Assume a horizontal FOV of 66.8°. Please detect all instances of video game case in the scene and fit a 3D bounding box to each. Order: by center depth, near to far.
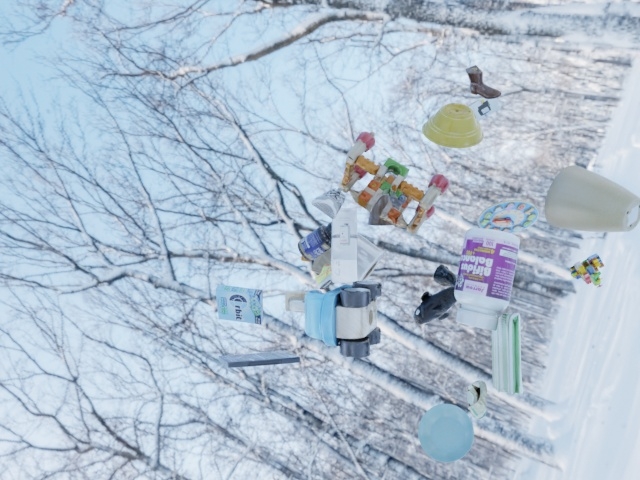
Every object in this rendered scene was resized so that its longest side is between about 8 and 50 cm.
[{"bbox_3d":[-0.239,0.458,1.874,0.273,0.196,0.026,0,-95,-22],"label":"video game case"}]

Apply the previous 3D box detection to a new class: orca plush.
[{"bbox_3d":[0.521,0.280,2.036,0.102,0.287,0.151,-74,-39,-69],"label":"orca plush"}]

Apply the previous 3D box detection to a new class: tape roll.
[{"bbox_3d":[0.192,0.109,2.525,0.246,0.169,0.246,-49,-14,-16],"label":"tape roll"}]

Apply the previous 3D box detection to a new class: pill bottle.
[{"bbox_3d":[0.518,0.123,1.532,0.169,0.169,0.302,20,-99,-63],"label":"pill bottle"},{"bbox_3d":[0.000,0.000,2.453,0.219,0.123,0.122,-35,-16,24],"label":"pill bottle"}]

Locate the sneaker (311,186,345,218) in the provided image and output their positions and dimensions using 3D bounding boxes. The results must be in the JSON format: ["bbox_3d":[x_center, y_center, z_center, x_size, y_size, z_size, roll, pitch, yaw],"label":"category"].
[{"bbox_3d":[0.038,-0.156,1.819,0.115,0.105,0.281,-55,3,4],"label":"sneaker"}]

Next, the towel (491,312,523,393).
[{"bbox_3d":[0.589,0.361,1.543,0.325,0.038,0.248,55,-143,-72],"label":"towel"}]

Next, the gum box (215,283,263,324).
[{"bbox_3d":[-0.327,0.261,1.971,0.041,0.184,0.157,-75,-10,-57],"label":"gum box"}]

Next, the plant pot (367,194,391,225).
[{"bbox_3d":[0.335,-0.170,2.632,0.167,0.166,0.165,-17,-72,-58],"label":"plant pot"}]

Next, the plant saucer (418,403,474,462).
[{"bbox_3d":[0.438,0.669,1.683,0.037,0.194,0.195,49,-118,-44],"label":"plant saucer"}]

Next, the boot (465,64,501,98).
[{"bbox_3d":[0.512,-0.499,1.523,0.037,0.106,0.114,-63,-31,-16],"label":"boot"}]

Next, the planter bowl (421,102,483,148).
[{"bbox_3d":[0.470,-0.418,1.695,0.217,0.217,0.091,-48,-28,-38],"label":"planter bowl"}]

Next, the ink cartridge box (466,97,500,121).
[{"bbox_3d":[0.623,-0.522,1.983,0.175,0.127,0.072,-32,-80,-18],"label":"ink cartridge box"}]

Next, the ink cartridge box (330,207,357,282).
[{"bbox_3d":[0.110,0.025,2.202,0.207,0.117,0.283,84,-173,-54],"label":"ink cartridge box"}]

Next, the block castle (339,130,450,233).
[{"bbox_3d":[0.323,-0.262,2.163,0.213,0.453,0.303,-52,-14,-26],"label":"block castle"}]

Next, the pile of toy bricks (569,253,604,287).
[{"bbox_3d":[0.976,0.121,1.746,0.118,0.105,0.212,-29,-20,13],"label":"pile of toy bricks"}]

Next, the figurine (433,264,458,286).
[{"bbox_3d":[0.665,0.211,2.256,0.214,0.209,0.093,19,-79,-26],"label":"figurine"}]

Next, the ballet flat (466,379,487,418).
[{"bbox_3d":[0.440,0.434,1.372,0.057,0.052,0.168,-45,1,21],"label":"ballet flat"}]

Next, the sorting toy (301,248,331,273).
[{"bbox_3d":[0.058,0.127,2.789,0.047,0.347,0.196,102,-171,-64],"label":"sorting toy"}]

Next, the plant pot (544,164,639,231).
[{"bbox_3d":[1.060,-0.135,1.855,0.256,0.274,0.257,-13,-65,-29],"label":"plant pot"}]

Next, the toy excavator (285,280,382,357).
[{"bbox_3d":[0.010,0.254,1.806,0.433,0.444,0.223,-9,-80,-69],"label":"toy excavator"}]

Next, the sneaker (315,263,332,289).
[{"bbox_3d":[0.053,0.140,2.337,0.208,0.094,0.081,-40,-29,11],"label":"sneaker"}]

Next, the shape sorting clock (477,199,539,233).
[{"bbox_3d":[0.670,-0.078,1.733,0.206,0.206,0.041,58,-149,-56],"label":"shape sorting clock"}]
